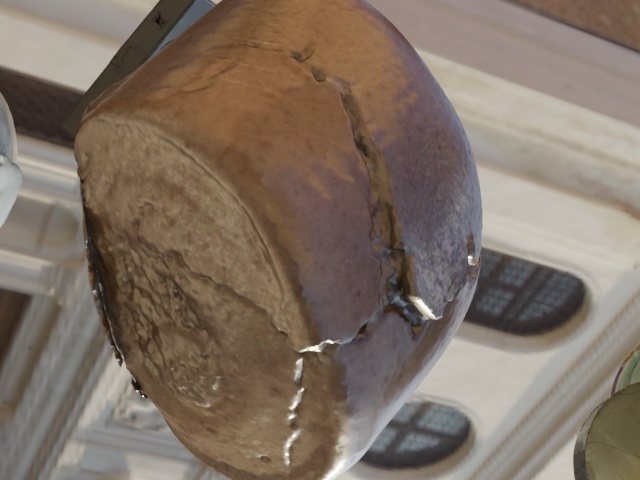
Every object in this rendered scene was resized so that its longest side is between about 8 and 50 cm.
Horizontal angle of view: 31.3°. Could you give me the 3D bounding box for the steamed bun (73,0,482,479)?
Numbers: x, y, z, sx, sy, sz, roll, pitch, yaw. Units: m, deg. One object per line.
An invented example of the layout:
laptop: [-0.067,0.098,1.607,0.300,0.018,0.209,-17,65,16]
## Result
steamed bun: [0.000,0.000,0.724,0.199,0.251,0.301,17,-48,41]

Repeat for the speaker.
speaker: [-0.197,-0.192,1.315,0.218,0.082,0.044,-49,-120,8]

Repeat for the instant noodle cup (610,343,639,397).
instant noodle cup: [0.403,0.162,1.057,0.251,0.190,0.251,15,-71,50]

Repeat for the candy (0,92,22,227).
candy: [-0.450,-0.086,1.179,0.185,0.296,0.295,54,-49,30]

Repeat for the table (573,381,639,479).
table: [0.272,0.180,0.913,0.043,0.134,0.133,101,-3,-72]
